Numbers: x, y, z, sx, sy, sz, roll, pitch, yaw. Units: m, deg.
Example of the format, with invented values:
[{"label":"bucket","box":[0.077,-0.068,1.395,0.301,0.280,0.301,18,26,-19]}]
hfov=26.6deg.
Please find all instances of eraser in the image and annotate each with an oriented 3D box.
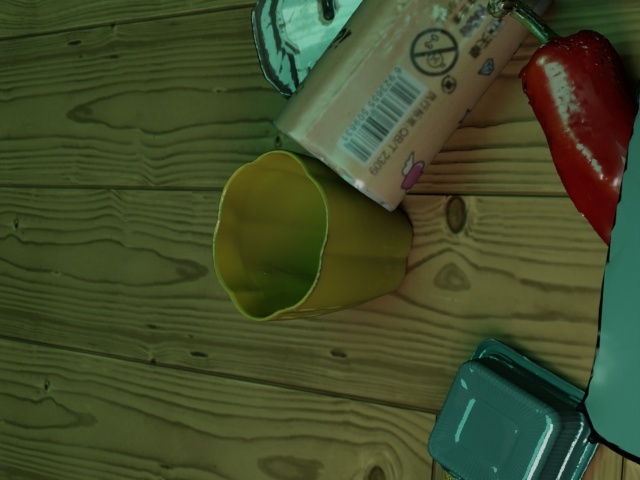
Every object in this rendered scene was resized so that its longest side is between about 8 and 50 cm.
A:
[{"label":"eraser","box":[0.097,-0.195,1.464,0.171,0.087,0.290,38,94,9]}]

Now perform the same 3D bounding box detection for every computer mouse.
[{"label":"computer mouse","box":[0.023,-0.304,1.609,0.199,0.115,0.389,-9,81,20]}]

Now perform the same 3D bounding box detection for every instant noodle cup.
[{"label":"instant noodle cup","box":[0.192,0.202,1.408,0.179,0.070,0.157,30,102,38]}]

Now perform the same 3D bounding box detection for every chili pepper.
[{"label":"chili pepper","box":[0.283,-0.094,1.342,0.110,0.110,0.387,-38,66,37]}]

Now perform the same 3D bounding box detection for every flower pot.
[{"label":"flower pot","box":[0.000,0.000,1.568,0.195,0.179,0.195,-6,82,44]}]

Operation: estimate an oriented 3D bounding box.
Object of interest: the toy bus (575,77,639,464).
[{"label":"toy bus","box":[0.348,0.014,1.176,0.171,0.162,0.386,9,85,30]}]

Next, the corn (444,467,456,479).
[{"label":"corn","box":[0.146,0.241,1.498,0.027,0.028,0.083,-21,71,35]}]
